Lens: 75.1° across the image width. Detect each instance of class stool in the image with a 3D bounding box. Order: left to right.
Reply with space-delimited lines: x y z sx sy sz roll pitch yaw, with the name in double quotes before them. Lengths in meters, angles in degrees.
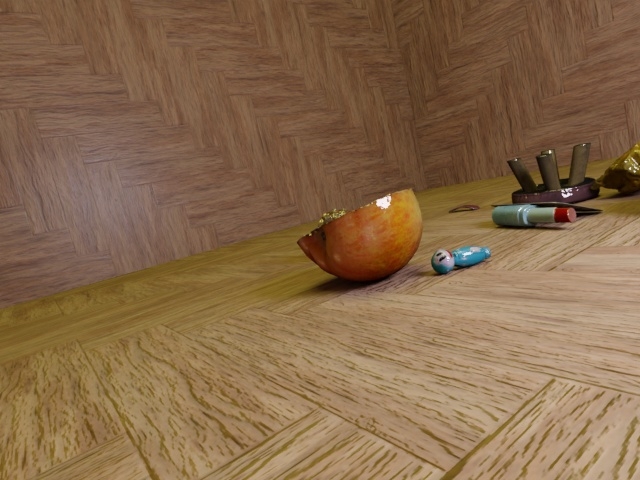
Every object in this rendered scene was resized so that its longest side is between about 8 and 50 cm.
"stool" 0.801 -0.220 1.447 0.272 0.178 0.272 -14 8 2

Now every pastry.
"pastry" 0.975 -0.231 1.230 0.235 0.132 0.240 -34 -20 -14

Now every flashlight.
"flashlight" 0.293 0.036 0.872 0.129 0.051 0.051 -10 6 -15

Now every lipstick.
"lipstick" 0.569 -0.066 1.116 0.068 0.061 0.274 -10 5 -12

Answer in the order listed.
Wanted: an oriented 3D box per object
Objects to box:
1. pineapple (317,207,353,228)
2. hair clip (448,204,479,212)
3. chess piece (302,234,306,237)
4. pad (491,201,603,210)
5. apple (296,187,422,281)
"pineapple" 0.132 -0.020 1.304 0.279 0.157 0.158 3 13 23
"hair clip" 0.617 -0.139 1.797 0.054 0.022 0.137 -14 6 -36
"chess piece" 0.000 0.000 1.700 0.149 0.059 0.059 -5 9 24
"pad" 0.639 -0.094 1.199 0.176 0.002 0.266 6 1 -18
"apple" 0.103 0.012 0.941 0.251 0.163 0.293 -24 -3 -22
